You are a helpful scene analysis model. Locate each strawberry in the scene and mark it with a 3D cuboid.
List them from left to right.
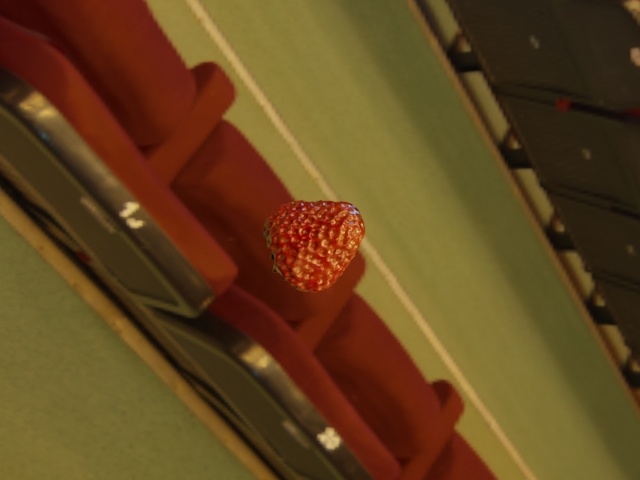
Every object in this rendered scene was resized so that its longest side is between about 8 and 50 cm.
[{"bbox_3d":[0.000,0.000,0.858,0.073,0.083,0.073,42,36,-42],"label":"strawberry"}]
